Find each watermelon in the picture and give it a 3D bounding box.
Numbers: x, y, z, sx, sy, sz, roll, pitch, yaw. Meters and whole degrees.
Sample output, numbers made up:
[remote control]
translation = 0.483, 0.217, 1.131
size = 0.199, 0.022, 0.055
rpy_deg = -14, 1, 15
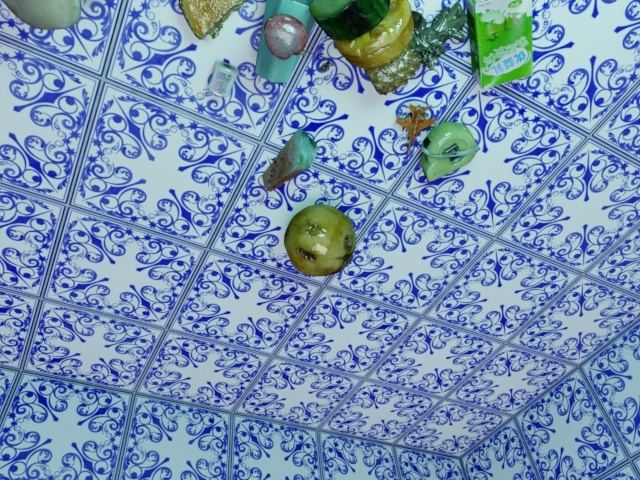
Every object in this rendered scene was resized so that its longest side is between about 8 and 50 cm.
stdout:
[watermelon]
translation = -0.112, -0.231, 1.716
size = 0.094, 0.154, 0.241
rpy_deg = 32, 133, -29

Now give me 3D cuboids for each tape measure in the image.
[tape measure]
translation = 0.419, -0.298, 1.722
size = 0.199, 0.106, 0.175
rpy_deg = -22, 133, 9

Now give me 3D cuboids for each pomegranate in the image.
[pomegranate]
translation = 0.000, 0.000, 1.851
size = 0.260, 0.261, 0.261
rpy_deg = -3, 131, -4

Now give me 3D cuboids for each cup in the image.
[cup]
translation = -0.096, -0.553, 1.429
size = 0.134, 0.148, 0.236
rpy_deg = -10, 138, -35

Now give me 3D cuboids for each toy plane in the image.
[toy plane]
translation = 0.300, -0.359, 1.695
size = 0.135, 0.062, 0.188
rpy_deg = 0, 144, -7

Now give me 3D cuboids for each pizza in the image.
[pizza]
translation = -0.275, -0.634, 1.390
size = 0.195, 0.052, 0.185
rpy_deg = -9, 124, 7

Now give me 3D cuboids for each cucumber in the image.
[cucumber]
translation = 0.074, -0.601, 1.308
size = 0.191, 0.191, 0.130
rpy_deg = -34, 149, 21

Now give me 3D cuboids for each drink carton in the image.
[drink carton]
translation = 0.509, -0.586, 1.485
size = 0.161, 0.108, 0.271
rpy_deg = -13, 132, 8

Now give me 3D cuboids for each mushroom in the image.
[mushroom]
translation = -0.599, -0.638, 1.213
size = 0.289, 0.298, 0.298
rpy_deg = -12, 135, -26

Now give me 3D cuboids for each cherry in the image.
[cherry]
translation = -0.062, -0.492, 1.354
size = 0.107, 0.090, 0.225
rpy_deg = -39, 136, 14

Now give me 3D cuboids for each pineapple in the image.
[pineapple]
translation = 0.265, -0.548, 1.480
size = 0.309, 0.141, 0.170
rpy_deg = -31, 102, 10

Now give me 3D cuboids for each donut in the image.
[donut]
translation = 0.137, -0.567, 1.394
size = 0.226, 0.227, 0.114
rpy_deg = -26, 151, 15

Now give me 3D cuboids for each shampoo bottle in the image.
[shampoo bottle]
translation = -0.287, -0.466, 1.538
size = 0.072, 0.043, 0.099
rpy_deg = 17, 127, -19
